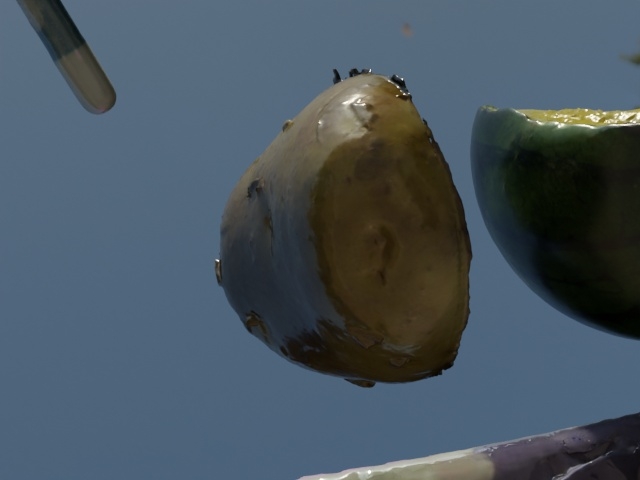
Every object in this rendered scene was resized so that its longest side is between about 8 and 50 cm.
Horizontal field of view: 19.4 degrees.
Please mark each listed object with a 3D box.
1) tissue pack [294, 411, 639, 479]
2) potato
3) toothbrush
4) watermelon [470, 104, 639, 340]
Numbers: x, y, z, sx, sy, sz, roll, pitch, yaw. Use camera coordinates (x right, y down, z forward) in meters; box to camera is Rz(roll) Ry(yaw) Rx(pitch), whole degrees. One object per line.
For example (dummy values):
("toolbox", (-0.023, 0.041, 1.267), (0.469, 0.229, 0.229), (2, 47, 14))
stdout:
("tissue pack", (0.052, 0.251, 1.117), (0.344, 0.125, 0.242), (-10, -97, 1))
("potato", (0.000, 0.000, 0.931), (0.081, 0.200, 0.164), (-15, -101, -22))
("toothbrush", (-0.157, -0.170, 0.755), (0.025, 0.019, 0.275), (-36, -74, -32))
("watermelon", (0.178, -0.009, 1.009), (0.204, 0.232, 0.127), (9, -92, -38))
